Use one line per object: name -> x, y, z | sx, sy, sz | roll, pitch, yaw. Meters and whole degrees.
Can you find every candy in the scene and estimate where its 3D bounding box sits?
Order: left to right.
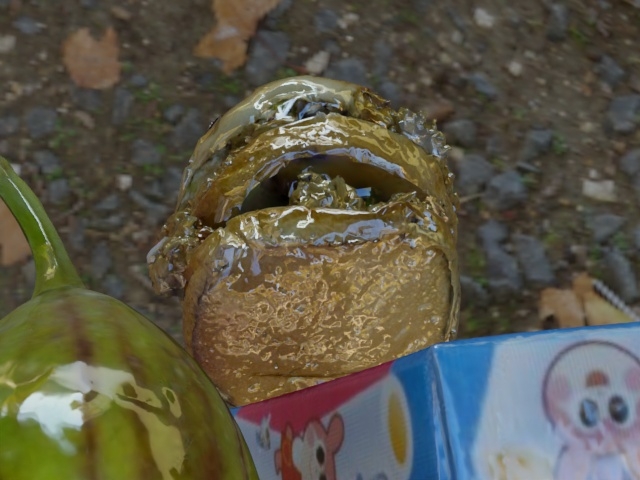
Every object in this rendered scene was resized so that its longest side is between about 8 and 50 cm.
candy -> 0.065, 0.113, 0.772 | 0.306, 0.157, 0.100 | 152, 114, -66

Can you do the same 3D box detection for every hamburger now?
hamburger -> 0.007, 0.008, 1.164 | 0.260, 0.245, 0.211 | -48, 30, 19

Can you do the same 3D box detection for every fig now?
fig -> -0.063, 0.032, 0.342 | 0.093, 0.093, 0.166 | -19, 73, 26
